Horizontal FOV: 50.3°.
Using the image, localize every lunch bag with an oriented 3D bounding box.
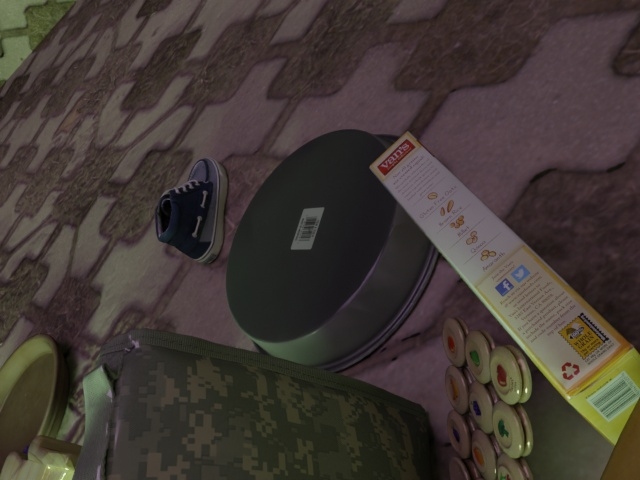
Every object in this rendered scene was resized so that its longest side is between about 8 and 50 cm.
[{"bbox_3d":[-0.050,0.210,0.467,0.169,0.287,0.235,-30,47,32],"label":"lunch bag"}]

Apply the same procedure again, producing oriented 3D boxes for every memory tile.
[{"bbox_3d":[0.113,0.132,0.472,0.113,0.012,0.148,-149,52,-73],"label":"memory tile"}]

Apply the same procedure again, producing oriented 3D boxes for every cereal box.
[{"bbox_3d":[0.140,0.038,0.463,0.047,0.173,0.240,-43,41,10],"label":"cereal box"}]

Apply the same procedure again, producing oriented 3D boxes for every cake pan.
[{"bbox_3d":[0.000,0.000,0.744,0.293,0.054,0.293,-27,48,34],"label":"cake pan"}]

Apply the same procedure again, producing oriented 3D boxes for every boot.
[{"bbox_3d":[-0.183,-0.061,0.961,0.069,0.086,0.190,-36,43,27],"label":"boot"}]

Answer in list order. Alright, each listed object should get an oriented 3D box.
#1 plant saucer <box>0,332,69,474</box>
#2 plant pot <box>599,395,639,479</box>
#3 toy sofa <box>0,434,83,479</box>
[{"bbox_3d":[-0.488,0.287,1.102,0.278,0.041,0.278,-27,48,35],"label":"plant saucer"},{"bbox_3d":[0.234,0.150,0.276,0.212,0.212,0.187,-16,42,41],"label":"plant pot"},{"bbox_3d":[-0.288,0.404,0.713,0.177,0.150,0.362,-14,56,49],"label":"toy sofa"}]
